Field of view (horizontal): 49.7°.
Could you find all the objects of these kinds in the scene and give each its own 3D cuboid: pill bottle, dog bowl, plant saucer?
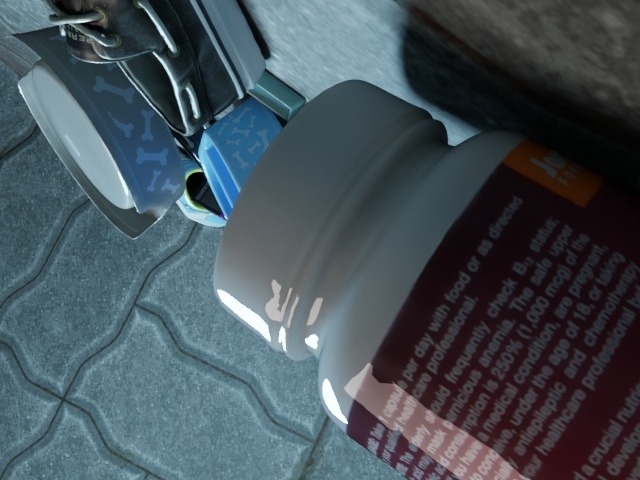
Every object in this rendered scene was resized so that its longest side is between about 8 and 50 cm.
[{"bbox_3d":[0.142,0.072,0.428,0.392,0.224,0.224,33,173,18],"label":"pill bottle"},{"bbox_3d":[-0.337,-0.172,1.061,0.349,0.102,0.349,42,154,26],"label":"dog bowl"},{"bbox_3d":[-0.100,-0.187,0.712,0.192,0.018,0.067,37,173,-2],"label":"plant saucer"},{"bbox_3d":[-0.090,-0.077,0.871,0.166,0.074,0.297,64,169,-4],"label":"dog bowl"}]

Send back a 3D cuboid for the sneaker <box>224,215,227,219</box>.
[{"bbox_3d":[0.000,0.000,1.062,0.321,0.127,0.126,33,171,12],"label":"sneaker"}]

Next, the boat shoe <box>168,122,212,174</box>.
[{"bbox_3d":[-0.230,-0.185,1.090,0.254,0.079,0.095,43,177,-40],"label":"boat shoe"}]

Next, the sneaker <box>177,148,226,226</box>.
[{"bbox_3d":[-0.284,-0.100,1.757,0.208,0.127,0.319,31,173,41],"label":"sneaker"}]

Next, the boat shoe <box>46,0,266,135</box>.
[{"bbox_3d":[-0.143,-0.181,0.521,0.121,0.119,0.335,32,172,29],"label":"boat shoe"}]

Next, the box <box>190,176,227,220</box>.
[{"bbox_3d":[-0.155,-0.095,1.194,0.029,0.116,0.162,39,173,-37],"label":"box"}]
